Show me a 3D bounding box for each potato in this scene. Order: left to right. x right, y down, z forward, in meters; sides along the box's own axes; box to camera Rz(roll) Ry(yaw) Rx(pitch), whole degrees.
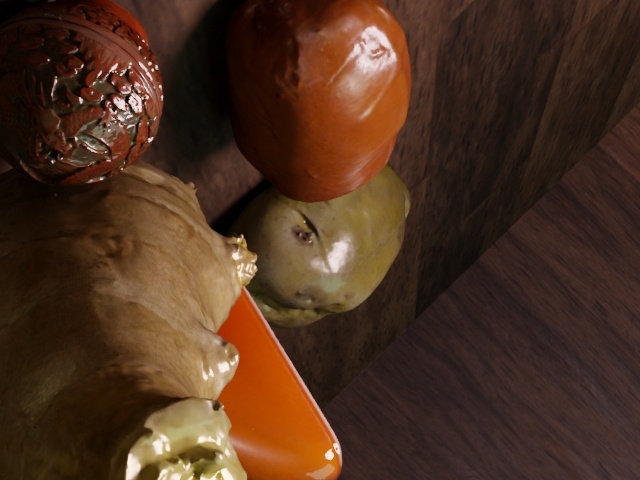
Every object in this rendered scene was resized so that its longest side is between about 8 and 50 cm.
[{"bbox_3d":[-0.003,-0.004,1.424,0.200,0.137,0.154,-38,-163,-30],"label":"potato"}]

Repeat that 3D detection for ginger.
[{"bbox_3d":[-0.151,0.052,0.764,0.375,0.236,0.166,-103,-164,-80],"label":"ginger"}]

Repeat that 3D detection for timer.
[{"bbox_3d":[-0.115,0.162,1.296,0.161,0.250,0.257,-35,165,-41],"label":"timer"}]

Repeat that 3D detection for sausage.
[{"bbox_3d":[-0.001,-0.103,1.089,0.133,0.133,0.258,-42,169,-14],"label":"sausage"}]

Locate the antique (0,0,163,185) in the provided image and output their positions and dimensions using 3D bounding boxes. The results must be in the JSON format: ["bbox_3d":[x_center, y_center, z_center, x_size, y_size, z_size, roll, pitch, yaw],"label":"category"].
[{"bbox_3d":[-0.131,-0.075,0.797,0.104,0.104,0.104,-43,168,-11],"label":"antique"}]
